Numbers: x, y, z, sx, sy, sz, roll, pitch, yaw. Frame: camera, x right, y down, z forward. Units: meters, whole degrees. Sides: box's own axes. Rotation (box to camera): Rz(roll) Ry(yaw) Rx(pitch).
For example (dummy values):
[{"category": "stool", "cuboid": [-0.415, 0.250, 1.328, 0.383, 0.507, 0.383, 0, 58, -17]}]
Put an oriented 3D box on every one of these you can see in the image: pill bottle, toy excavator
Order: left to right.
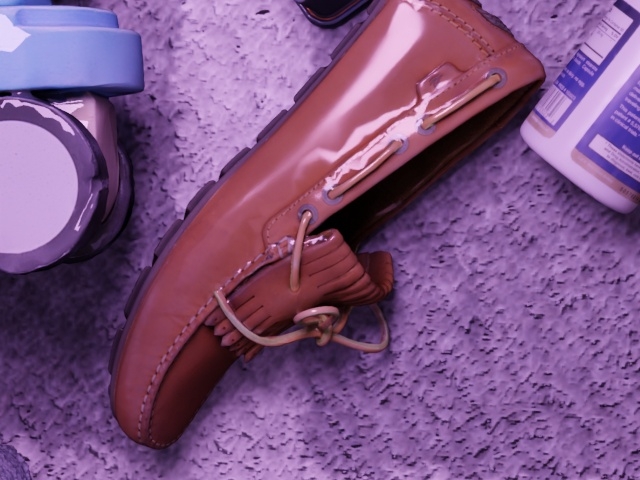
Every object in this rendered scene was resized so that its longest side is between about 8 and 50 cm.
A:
[{"category": "toy excavator", "cuboid": [-0.334, -0.195, 1.181, 0.433, 0.222, 0.445, -3, 90, 1]}, {"category": "pill bottle", "cuboid": [0.216, -0.109, 1.202, 0.094, 0.094, 0.169, 39, 102, 7]}]

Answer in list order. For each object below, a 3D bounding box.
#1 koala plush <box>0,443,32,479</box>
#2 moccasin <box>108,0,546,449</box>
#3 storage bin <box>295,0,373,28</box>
[{"category": "koala plush", "cuboid": [-0.257, 0.279, 1.303, 0.203, 0.196, 0.221, -30, 84, 4]}, {"category": "moccasin", "cuboid": [0.001, 0.000, 1.250, 0.147, 0.139, 0.380, 44, 93, 15]}, {"category": "storage bin", "cuboid": [-0.018, -0.213, 1.248, 0.098, 0.091, 0.135, -34, 86, 14]}]
